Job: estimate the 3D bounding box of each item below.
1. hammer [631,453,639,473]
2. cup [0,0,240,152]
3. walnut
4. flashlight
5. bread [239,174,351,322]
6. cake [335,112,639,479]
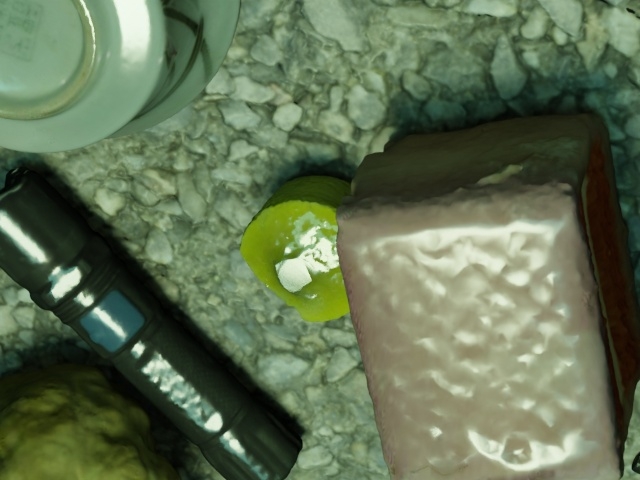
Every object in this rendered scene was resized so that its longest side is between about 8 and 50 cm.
[{"bbox_3d":[0.386,0.172,1.866,0.078,0.021,0.201,28,121,-3],"label":"hammer"},{"bbox_3d":[-0.257,-0.216,1.727,0.347,0.163,0.347,5,120,10],"label":"cup"},{"bbox_3d":[-0.266,0.280,1.928,0.253,0.277,0.282,-25,121,-12],"label":"walnut"},{"bbox_3d":[-0.178,0.099,1.924,0.103,0.103,0.424,-37,106,27],"label":"flashlight"},{"bbox_3d":[0.000,0.000,1.809,0.111,0.114,0.129,-32,106,25],"label":"bread"},{"bbox_3d":[0.161,0.052,1.730,0.230,0.237,0.309,-5,115,15],"label":"cake"}]
